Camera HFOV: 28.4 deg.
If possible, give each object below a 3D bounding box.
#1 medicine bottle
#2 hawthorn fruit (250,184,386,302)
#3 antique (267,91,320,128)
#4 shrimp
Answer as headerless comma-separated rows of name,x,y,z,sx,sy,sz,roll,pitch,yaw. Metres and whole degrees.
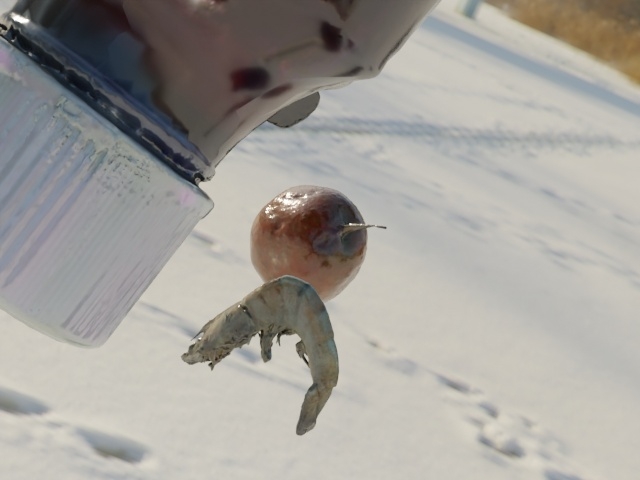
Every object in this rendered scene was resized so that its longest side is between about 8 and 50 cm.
medicine bottle,-0.074,-0.136,0.700,0.242,0.395,0.242,35,-8,5
hawthorn fruit,-0.011,-0.007,1.505,0.149,0.189,0.149,6,58,-10
antique,-0.108,-0.217,1.272,0.185,0.322,0.255,46,22,-39
shrimp,-0.056,0.126,1.227,0.035,0.195,0.148,-10,73,-53
